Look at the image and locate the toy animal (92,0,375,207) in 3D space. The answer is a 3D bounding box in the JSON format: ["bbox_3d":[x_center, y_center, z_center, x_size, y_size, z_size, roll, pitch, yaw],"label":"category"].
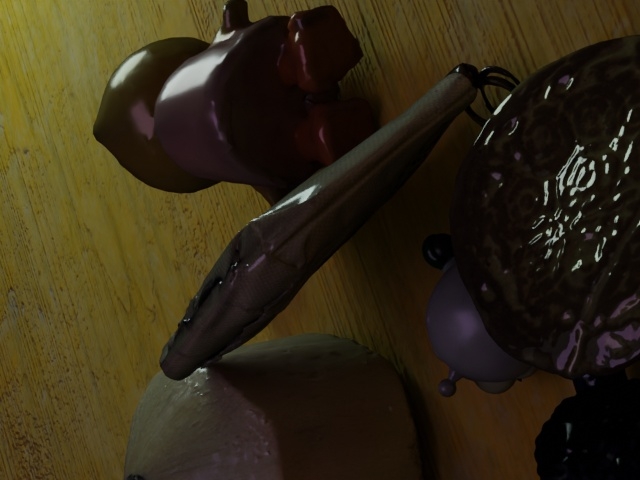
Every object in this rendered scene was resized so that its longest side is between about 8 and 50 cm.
[{"bbox_3d":[-0.091,-0.112,1.552,0.281,0.169,0.195,3,109,55],"label":"toy animal"}]

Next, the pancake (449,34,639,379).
[{"bbox_3d":[0.187,-0.032,1.175,0.250,0.031,0.250,-22,55,36],"label":"pancake"}]

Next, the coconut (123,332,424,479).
[{"bbox_3d":[-0.055,0.201,1.499,0.239,0.244,0.239,20,115,54],"label":"coconut"}]

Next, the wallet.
[{"bbox_3d":[-0.001,-0.003,1.371,0.068,0.275,0.335,51,148,5],"label":"wallet"}]

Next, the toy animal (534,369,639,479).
[{"bbox_3d":[0.210,0.179,1.139,0.122,0.298,0.185,-17,111,15],"label":"toy animal"}]

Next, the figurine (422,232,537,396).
[{"bbox_3d":[0.141,0.029,1.312,0.147,0.093,0.197,31,112,20],"label":"figurine"}]
